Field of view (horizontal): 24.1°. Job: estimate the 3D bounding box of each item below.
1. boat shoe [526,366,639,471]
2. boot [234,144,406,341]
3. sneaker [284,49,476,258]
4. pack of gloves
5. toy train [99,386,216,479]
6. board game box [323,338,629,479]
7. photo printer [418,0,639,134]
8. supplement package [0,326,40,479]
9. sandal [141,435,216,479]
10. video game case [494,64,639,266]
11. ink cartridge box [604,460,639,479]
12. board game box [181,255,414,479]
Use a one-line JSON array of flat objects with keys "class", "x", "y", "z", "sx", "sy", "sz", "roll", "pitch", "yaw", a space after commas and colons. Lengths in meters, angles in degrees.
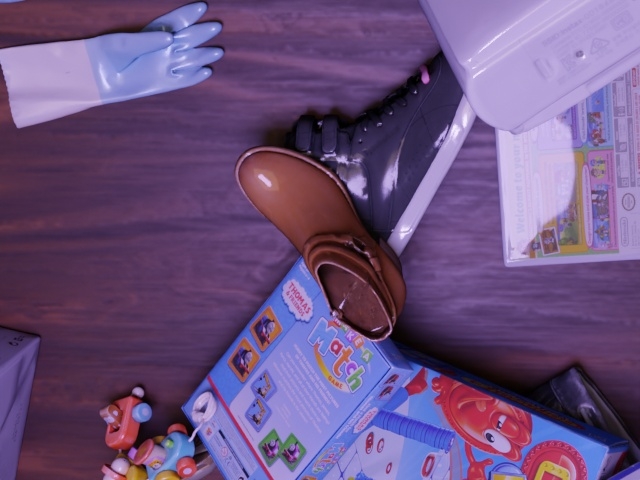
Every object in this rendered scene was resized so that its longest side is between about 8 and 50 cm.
[{"class": "boat shoe", "x": 0.316, "y": 0.265, "z": 1.428, "sx": 0.119, "sy": 0.121, "sz": 0.335, "roll": -44, "pitch": 91, "yaw": 17}, {"class": "boot", "x": 0.000, "y": 0.000, "z": 1.313, "sx": 0.197, "sy": 0.152, "sz": 0.073, "roll": 38, "pitch": 107, "yaw": -7}, {"class": "sneaker", "x": 0.054, "y": -0.107, "z": 1.398, "sx": 0.147, "sy": 0.104, "sz": 0.295, "roll": 26, "pitch": 107, "yaw": -4}, {"class": "pack of gloves", "x": -0.216, "y": -0.226, "z": 1.442, "sx": 0.232, "sy": 0.046, "sz": 0.195, "roll": -13, "pitch": 100, "yaw": 9}, {"class": "toy train", "x": -0.174, "y": 0.189, "z": 1.447, "sx": 0.046, "sy": 0.166, "sz": 0.125, "roll": 29, "pitch": 63, "yaw": -33}, {"class": "board game box", "x": 0.088, "y": 0.271, "z": 1.403, "sx": 0.302, "sy": 0.086, "sz": 0.308, "roll": 22, "pitch": 94, "yaw": 25}, {"class": "photo printer", "x": 0.199, "y": -0.253, "z": 1.262, "sx": 0.256, "sy": 0.307, "sz": 0.107, "roll": -33, "pitch": 125, "yaw": 13}, {"class": "supplement package", "x": -0.454, "y": 0.162, "z": 1.478, "sx": 0.293, "sy": 0.175, "sz": 0.177, "roll": 13, "pitch": 103, "yaw": 5}, {"class": "sandal", "x": -0.163, "y": 0.248, "z": 1.496, "sx": 0.180, "sy": 0.072, "sz": 0.049, "roll": -26, "pitch": 117, "yaw": 30}, {"class": "video game case", "x": 0.264, "y": -0.085, "z": 1.420, "sx": 0.193, "sy": 0.023, "sz": 0.212, "roll": -4, "pitch": 101, "yaw": 8}, {"class": "ink cartridge box", "x": 0.352, "y": 0.337, "z": 1.269, "sx": 0.330, "sy": 0.324, "sz": 0.071, "roll": 51, "pitch": 141, "yaw": 26}, {"class": "board game box", "x": -0.026, "y": 0.139, "z": 1.393, "sx": 0.211, "sy": 0.039, "sz": 0.160, "roll": -52, "pitch": 51, "yaw": 20}]
